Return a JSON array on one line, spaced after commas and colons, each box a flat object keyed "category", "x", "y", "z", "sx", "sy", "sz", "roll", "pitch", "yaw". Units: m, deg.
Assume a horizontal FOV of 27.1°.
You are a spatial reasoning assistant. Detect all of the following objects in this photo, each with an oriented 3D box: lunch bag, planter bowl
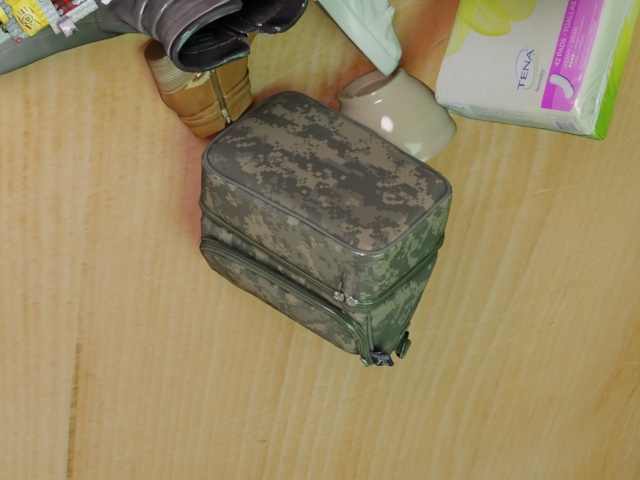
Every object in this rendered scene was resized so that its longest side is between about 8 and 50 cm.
[{"category": "lunch bag", "x": 0.000, "y": 0.000, "z": 1.699, "sx": 0.212, "sy": 0.305, "sz": 0.256, "roll": -45, "pitch": 155, "yaw": -37}, {"category": "planter bowl", "x": 0.088, "y": -0.167, "z": 1.775, "sx": 0.162, "sy": 0.162, "sz": 0.109, "roll": -32, "pitch": 113, "yaw": -16}]

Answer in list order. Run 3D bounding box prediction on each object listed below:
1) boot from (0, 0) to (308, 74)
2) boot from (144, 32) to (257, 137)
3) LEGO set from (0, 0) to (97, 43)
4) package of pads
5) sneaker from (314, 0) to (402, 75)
[{"category": "boot", "x": -0.198, "y": -0.240, "z": 1.385, "sx": 0.338, "sy": 0.223, "sz": 0.118, "roll": -33, "pitch": 141, "yaw": -14}, {"category": "boot", "x": -0.106, "y": -0.220, "z": 1.609, "sx": 0.197, "sy": 0.073, "sz": 0.152, "roll": -29, "pitch": 139, "yaw": 0}, {"category": "LEGO set", "x": -0.359, "y": -0.274, "z": 1.205, "sx": 0.255, "sy": 0.192, "sz": 0.331, "roll": -29, "pitch": 131, "yaw": -14}, {"category": "package of pads", "x": 0.286, "y": -0.291, "z": 1.709, "sx": 0.101, "sy": 0.229, "sz": 0.296, "roll": 21, "pitch": 84, "yaw": -52}, {"category": "sneaker", "x": 0.067, "y": -0.335, "z": 1.628, "sx": 0.169, "sy": 0.108, "sz": 0.292, "roll": -42, "pitch": 140, "yaw": 2}]
